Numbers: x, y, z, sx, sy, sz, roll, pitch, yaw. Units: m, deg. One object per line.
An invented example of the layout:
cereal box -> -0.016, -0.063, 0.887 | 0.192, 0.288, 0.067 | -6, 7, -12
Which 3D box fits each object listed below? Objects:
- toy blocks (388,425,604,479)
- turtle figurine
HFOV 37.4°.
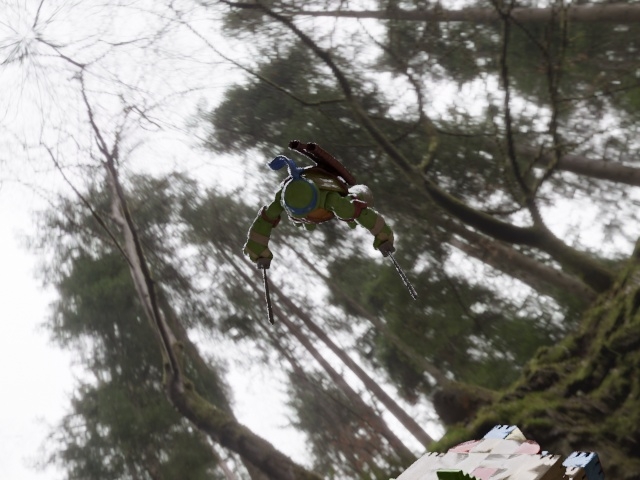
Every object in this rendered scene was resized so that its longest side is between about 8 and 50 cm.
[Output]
toy blocks -> 0.298, 0.415, 1.622 | 0.261, 0.381, 0.191 | -28, -78, -44
turtle figurine -> 0.000, 0.000, 1.381 | 0.198, 0.266, 0.275 | -34, -90, 13
